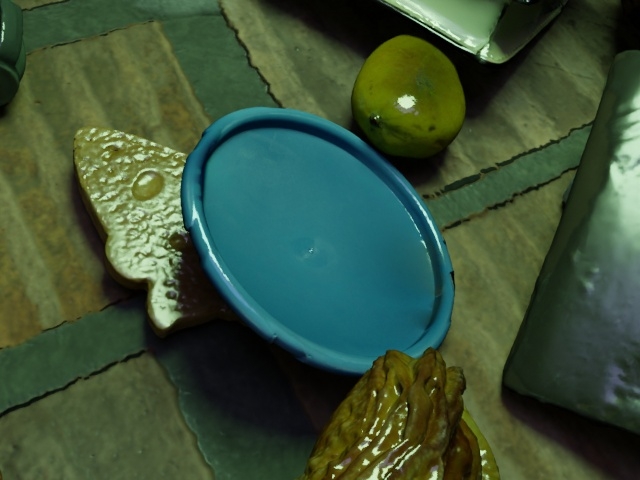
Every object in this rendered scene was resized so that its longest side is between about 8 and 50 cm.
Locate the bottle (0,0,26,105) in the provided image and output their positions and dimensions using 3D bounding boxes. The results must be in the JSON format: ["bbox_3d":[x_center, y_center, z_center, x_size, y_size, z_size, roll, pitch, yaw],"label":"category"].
[{"bbox_3d":[-0.317,-0.233,0.709,0.096,0.079,0.253,-35,59,22],"label":"bottle"}]

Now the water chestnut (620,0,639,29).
[{"bbox_3d":[0.446,-0.274,0.704,0.350,0.302,0.350,31,23,-14],"label":"water chestnut"}]

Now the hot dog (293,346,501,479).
[{"bbox_3d":[0.040,0.182,0.464,0.114,0.175,0.259,3,46,47],"label":"hot dog"}]

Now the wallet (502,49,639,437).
[{"bbox_3d":[0.263,-0.003,0.603,0.165,0.042,0.309,18,74,26],"label":"wallet"}]

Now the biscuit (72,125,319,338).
[{"bbox_3d":[-0.104,-0.008,0.628,0.250,0.035,0.162,41,54,9],"label":"biscuit"}]

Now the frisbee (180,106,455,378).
[{"bbox_3d":[0.000,0.000,0.608,0.242,0.045,0.242,22,45,-23],"label":"frisbee"}]

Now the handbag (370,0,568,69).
[{"bbox_3d":[0.090,-0.340,0.783,0.359,0.160,0.237,32,35,13],"label":"handbag"}]

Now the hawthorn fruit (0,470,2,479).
[{"bbox_3d":[-0.226,0.172,0.494,0.067,0.067,0.103,-28,93,-23],"label":"hawthorn fruit"}]

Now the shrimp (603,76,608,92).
[{"bbox_3d":[0.347,-0.116,0.773,0.091,0.034,0.161,-40,66,-13],"label":"shrimp"}]

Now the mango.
[{"bbox_3d":[0.084,-0.136,0.716,0.103,0.076,0.161,21,48,1],"label":"mango"}]

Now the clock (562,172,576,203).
[{"bbox_3d":[0.311,-0.074,0.697,0.117,0.080,0.176,35,76,14],"label":"clock"}]
